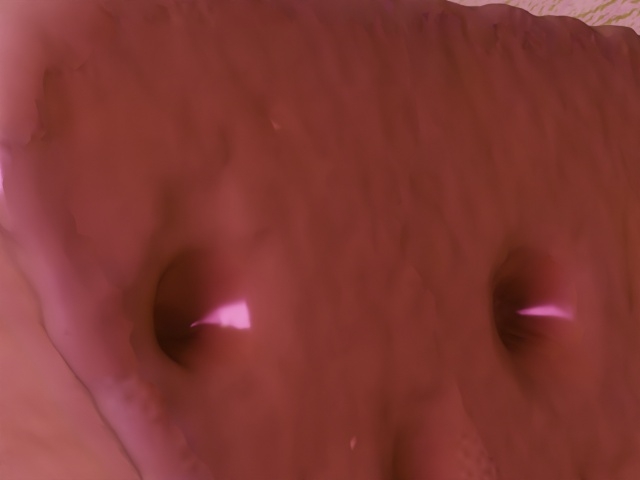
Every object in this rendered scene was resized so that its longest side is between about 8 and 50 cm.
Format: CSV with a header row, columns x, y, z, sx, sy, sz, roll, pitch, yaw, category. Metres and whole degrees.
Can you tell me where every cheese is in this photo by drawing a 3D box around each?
x,y,z,sx,sy,sz,roll,pitch,yaw,category
0.036,0.089,0.510,0.104,0.384,0.384,-16,51,43,cheese
